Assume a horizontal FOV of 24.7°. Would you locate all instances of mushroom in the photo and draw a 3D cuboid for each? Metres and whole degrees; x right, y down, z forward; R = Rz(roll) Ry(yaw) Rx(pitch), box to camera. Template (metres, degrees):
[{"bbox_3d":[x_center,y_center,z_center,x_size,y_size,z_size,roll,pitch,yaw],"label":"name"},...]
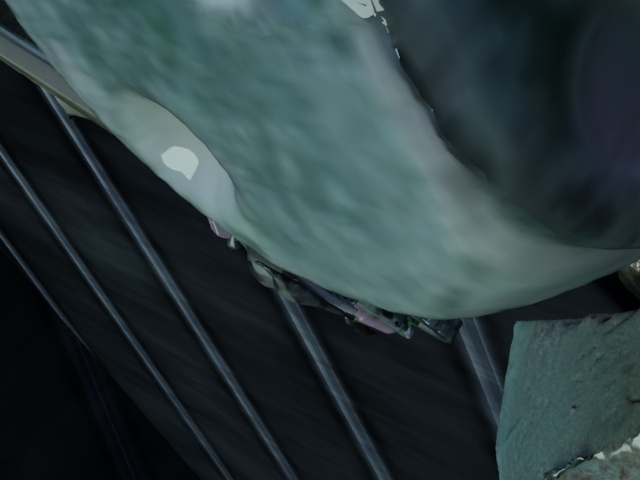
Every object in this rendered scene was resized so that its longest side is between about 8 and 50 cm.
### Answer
[{"bbox_3d":[0.258,0.025,1.174,0.049,0.019,0.101,13,146,56],"label":"mushroom"}]

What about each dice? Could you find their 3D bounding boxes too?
[{"bbox_3d":[0.045,-0.187,0.655,0.348,0.328,0.330,19,151,51],"label":"dice"}]

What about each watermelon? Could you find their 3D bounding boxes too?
[{"bbox_3d":[0.289,0.142,1.109,0.387,0.228,0.258,26,146,30],"label":"watermelon"}]

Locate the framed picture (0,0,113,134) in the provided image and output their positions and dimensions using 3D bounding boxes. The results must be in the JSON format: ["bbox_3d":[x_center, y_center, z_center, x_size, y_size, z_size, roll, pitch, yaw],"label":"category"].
[{"bbox_3d":[-0.199,-0.246,1.190,0.324,0.240,0.020,34,172,29],"label":"framed picture"}]

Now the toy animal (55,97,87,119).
[{"bbox_3d":[-0.182,-0.226,1.310,0.208,0.156,0.204,-99,-13,-48],"label":"toy animal"}]

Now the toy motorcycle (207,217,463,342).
[{"bbox_3d":[0.000,0.000,1.498,0.327,0.143,0.188,35,175,-25],"label":"toy motorcycle"}]
